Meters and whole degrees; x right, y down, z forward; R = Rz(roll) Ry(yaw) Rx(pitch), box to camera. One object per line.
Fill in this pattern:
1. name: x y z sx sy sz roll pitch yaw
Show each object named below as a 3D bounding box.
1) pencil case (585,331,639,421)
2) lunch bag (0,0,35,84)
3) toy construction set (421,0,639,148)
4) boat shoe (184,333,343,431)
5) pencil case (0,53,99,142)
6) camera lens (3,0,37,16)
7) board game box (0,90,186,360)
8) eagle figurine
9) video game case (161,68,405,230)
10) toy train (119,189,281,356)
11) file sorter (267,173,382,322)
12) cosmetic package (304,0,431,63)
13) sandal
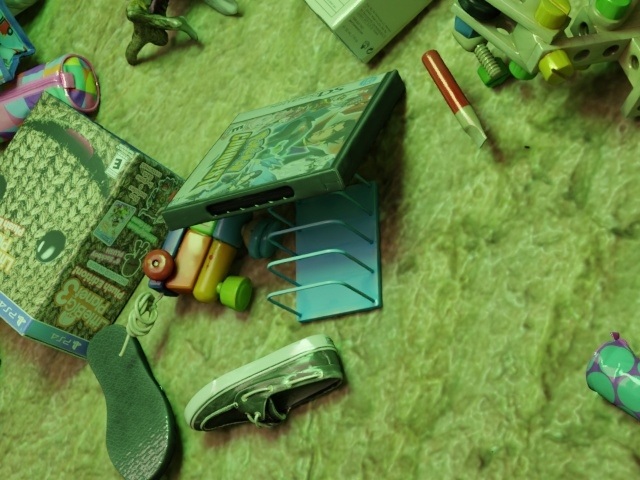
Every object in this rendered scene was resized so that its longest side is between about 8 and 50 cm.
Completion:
1. pencil case: 0.356 0.163 1.435 0.152 0.064 0.070 32 106 36
2. lunch bag: -0.603 -0.348 2.005 0.221 0.293 0.138 -20 24 15
3. toy construction set: 0.281 -0.211 1.554 0.309 0.257 0.237 -42 66 36
4. boat shoe: -0.073 0.194 1.678 0.219 0.078 0.070 -30 58 17
5. pencil case: -0.451 -0.209 2.054 0.236 0.104 0.104 -16 64 25
6. camera lens: -0.594 -0.421 2.148 0.274 0.219 0.219 -27 60 20
7. board game box: -0.359 -0.022 1.897 0.232 0.141 0.291 32 90 36
8. eagle figurine: -0.258 -0.436 1.942 0.226 0.225 0.298 -14 72 39
9. video game case: -0.042 -0.117 1.705 0.248 0.035 0.275 -12 26 27
10. toy train: -0.156 0.061 1.776 0.143 0.105 0.248 18 82 22
11. file sorter: 0.000 0.000 1.692 0.118 0.104 0.170 -12 65 27
12. cosmetic package: 0.106 -0.402 1.763 0.309 0.113 0.160 -42 58 6
13. sandal: -0.242 0.217 1.797 0.097 0.054 0.254 -31 49 10
